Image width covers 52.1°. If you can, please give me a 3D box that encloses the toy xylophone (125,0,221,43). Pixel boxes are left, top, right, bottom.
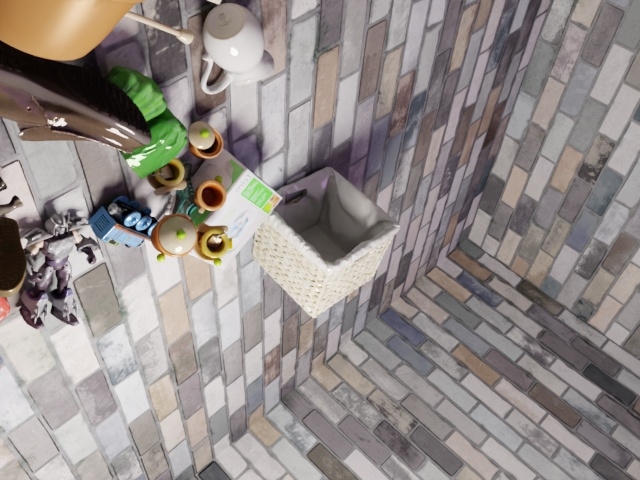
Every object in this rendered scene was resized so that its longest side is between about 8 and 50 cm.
[{"bbox_3d":[-0.272,-0.498,1.178,0.236,0.081,0.322,-57,155,11],"label":"toy xylophone"}]

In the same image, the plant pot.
[{"bbox_3d":[-0.382,-0.400,0.932,0.203,0.291,0.290,-46,161,31],"label":"plant pot"}]

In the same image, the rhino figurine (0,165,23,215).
[{"bbox_3d":[-0.613,-0.115,1.128,0.106,0.073,0.243,-42,152,-25],"label":"rhino figurine"}]

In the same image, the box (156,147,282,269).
[{"bbox_3d":[-0.262,-0.082,1.708,0.262,0.126,0.231,-50,157,0],"label":"box"}]

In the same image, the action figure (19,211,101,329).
[{"bbox_3d":[-0.568,0.058,1.411,0.185,0.099,0.285,-15,134,-45],"label":"action figure"}]

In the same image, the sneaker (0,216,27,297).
[{"bbox_3d":[-0.599,0.050,1.251,0.064,0.192,0.086,0,135,-27],"label":"sneaker"}]

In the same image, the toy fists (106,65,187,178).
[{"bbox_3d":[-0.369,-0.245,1.341,0.142,0.096,0.279,-32,152,-5],"label":"toy fists"}]

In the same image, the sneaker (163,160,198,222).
[{"bbox_3d":[-0.323,-0.106,1.580,0.065,0.076,0.167,7,96,-84],"label":"sneaker"}]

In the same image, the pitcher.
[{"bbox_3d":[-0.199,-0.401,1.409,0.177,0.126,0.207,-34,165,-1],"label":"pitcher"}]

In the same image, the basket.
[{"bbox_3d":[0.000,0.000,2.035,0.328,0.331,0.266,-30,153,-37],"label":"basket"}]

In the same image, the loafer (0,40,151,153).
[{"bbox_3d":[-0.465,-0.232,1.117,0.365,0.134,0.130,21,122,-40],"label":"loafer"}]

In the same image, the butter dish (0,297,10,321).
[{"bbox_3d":[-0.684,0.139,1.294,0.160,0.118,0.160,-40,152,-22],"label":"butter dish"}]

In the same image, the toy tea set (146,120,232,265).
[{"bbox_3d":[-0.289,-0.106,1.489,0.199,0.124,0.336,-3,89,-30],"label":"toy tea set"}]

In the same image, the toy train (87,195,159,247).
[{"bbox_3d":[-0.445,-0.035,1.519,0.105,0.080,0.184,-44,159,4],"label":"toy train"}]
